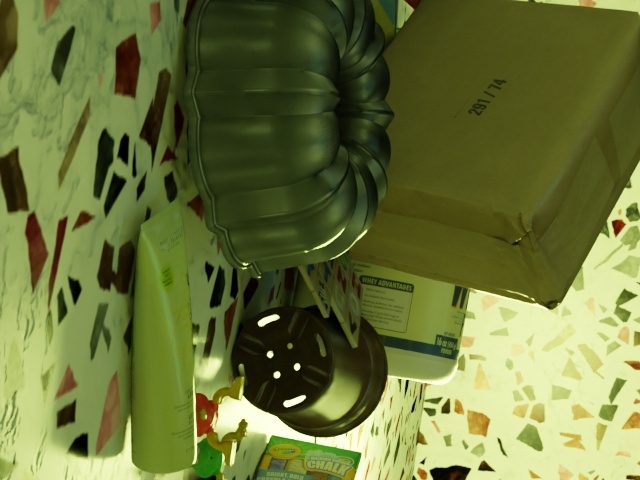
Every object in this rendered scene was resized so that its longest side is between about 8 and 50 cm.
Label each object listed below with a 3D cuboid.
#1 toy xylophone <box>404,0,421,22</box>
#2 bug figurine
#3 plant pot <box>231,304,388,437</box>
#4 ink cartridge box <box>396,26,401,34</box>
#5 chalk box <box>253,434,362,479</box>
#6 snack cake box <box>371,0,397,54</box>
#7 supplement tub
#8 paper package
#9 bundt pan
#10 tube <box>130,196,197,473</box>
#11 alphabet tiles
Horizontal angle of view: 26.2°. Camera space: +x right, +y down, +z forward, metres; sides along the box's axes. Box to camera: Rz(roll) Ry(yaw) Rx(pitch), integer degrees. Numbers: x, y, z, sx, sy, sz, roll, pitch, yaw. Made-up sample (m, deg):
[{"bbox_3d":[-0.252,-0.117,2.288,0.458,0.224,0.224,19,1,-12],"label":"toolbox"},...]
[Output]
[{"bbox_3d":[0.150,-0.377,1.742,0.081,0.236,0.323,-31,139,-18],"label":"toy xylophone"},{"bbox_3d":[-0.127,0.278,1.397,0.216,0.072,0.279,79,18,-76],"label":"bug figurine"},{"bbox_3d":[-0.020,0.148,1.635,0.165,0.167,0.167,31,69,-70],"label":"plant pot"},{"bbox_3d":[0.158,-0.173,2.097,0.121,0.211,0.289,85,19,-56],"label":"ink cartridge box"},{"bbox_3d":[-0.020,0.355,1.835,0.213,0.132,0.132,-65,162,-53],"label":"chalk box"},{"bbox_3d":[0.050,-0.353,1.656,0.264,0.089,0.152,87,7,-48],"label":"snack cake box"},{"bbox_3d":[0.092,0.017,1.851,0.235,0.235,0.325,30,70,-78],"label":"supplement tub"},{"bbox_3d":[0.191,-0.114,1.582,0.325,0.309,0.168,-56,141,-28],"label":"paper package"},{"bbox_3d":[-0.012,-0.129,1.340,0.331,0.124,0.331,-1,90,-73],"label":"bundt pan"},{"bbox_3d":[-0.140,0.088,1.222,0.070,0.062,0.240,29,-57,59],"label":"tube"},{"bbox_3d":[0.000,0.000,1.579,0.198,0.009,0.237,-82,150,-55],"label":"alphabet tiles"}]
